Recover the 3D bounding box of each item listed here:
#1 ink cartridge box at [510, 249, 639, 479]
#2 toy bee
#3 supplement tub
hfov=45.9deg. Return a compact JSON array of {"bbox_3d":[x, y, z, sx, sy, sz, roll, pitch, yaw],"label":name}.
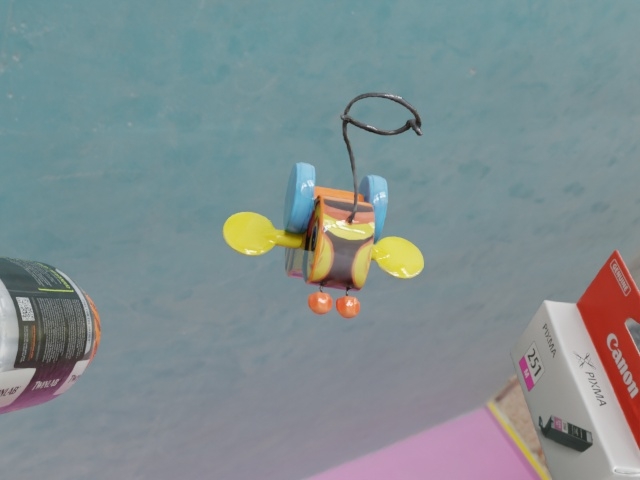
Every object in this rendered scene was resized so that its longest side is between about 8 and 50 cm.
[{"bbox_3d":[0.358,0.186,0.998,0.060,0.275,0.239,6,133,-13],"label":"ink cartridge box"},{"bbox_3d":[0.000,0.000,0.731,0.195,0.162,0.298,3,162,10],"label":"toy bee"},{"bbox_3d":[-0.427,0.122,0.976,0.207,0.207,0.338,-35,171,3],"label":"supplement tub"}]
